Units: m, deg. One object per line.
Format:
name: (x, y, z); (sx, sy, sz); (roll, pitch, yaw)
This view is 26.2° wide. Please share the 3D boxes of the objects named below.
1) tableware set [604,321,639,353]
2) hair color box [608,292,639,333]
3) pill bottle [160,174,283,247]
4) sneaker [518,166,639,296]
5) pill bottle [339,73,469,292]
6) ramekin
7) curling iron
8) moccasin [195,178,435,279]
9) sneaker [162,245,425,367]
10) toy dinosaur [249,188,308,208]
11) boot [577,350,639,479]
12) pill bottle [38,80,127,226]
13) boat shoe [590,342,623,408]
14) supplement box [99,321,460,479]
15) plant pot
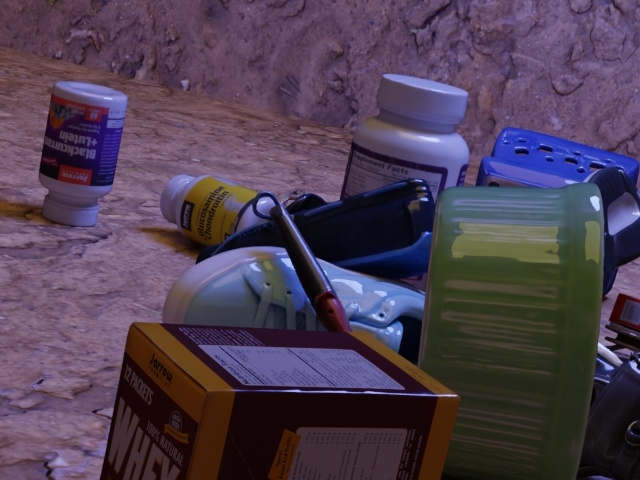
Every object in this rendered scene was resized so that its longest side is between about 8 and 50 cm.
tableware set: (0.467, 0.163, 1.832); (0.194, 0.039, 0.128); (21, -1, 14)
hair color box: (0.464, 0.117, 1.863); (0.141, 0.043, 0.072); (22, -2, -38)
pill bottle: (-0.143, -0.036, 1.982); (0.184, 0.103, 0.103); (21, 15, 37)
sneaker: (0.235, 0.042, 1.772); (0.257, 0.169, 0.447); (-28, -7, 37)
pill bottle: (0.116, -0.077, 1.950); (0.169, 0.301, 0.169); (12, 12, -3)
ramekin: (0.170, 0.089, 1.296); (0.148, 0.303, 0.303); (6, 12, 5)
curling iron: (-0.002, 0.073, 1.424); (0.068, 0.035, 0.274); (-5, 59, -25)
moccasin: (0.000, 0.000, 1.682); (0.342, 0.116, 0.138); (-8, -20, 28)
sneaker: (0.014, 0.090, 1.497); (0.366, 0.135, 0.150); (3, 12, -33)
toy dinosaur: (-0.067, -0.056, 2.315); (0.093, 0.053, 0.183); (-9, 12, -20)
boot: (0.380, 0.165, 1.327); (0.229, 0.263, 0.091); (34, -15, 48)
pill bottle: (-0.344, -0.123, 1.966); (0.108, 0.193, 0.108); (11, 13, -2)
boat shoe: (0.345, 0.191, 1.553); (0.079, 0.084, 0.233); (-37, 44, -21)
supplement box: (-0.038, 0.169, 0.944); (0.194, 0.191, 0.129); (6, 14, -31)
plant pot: (0.351, -0.027, 2.154); (0.236, 0.236, 0.212); (16, 19, 18)
